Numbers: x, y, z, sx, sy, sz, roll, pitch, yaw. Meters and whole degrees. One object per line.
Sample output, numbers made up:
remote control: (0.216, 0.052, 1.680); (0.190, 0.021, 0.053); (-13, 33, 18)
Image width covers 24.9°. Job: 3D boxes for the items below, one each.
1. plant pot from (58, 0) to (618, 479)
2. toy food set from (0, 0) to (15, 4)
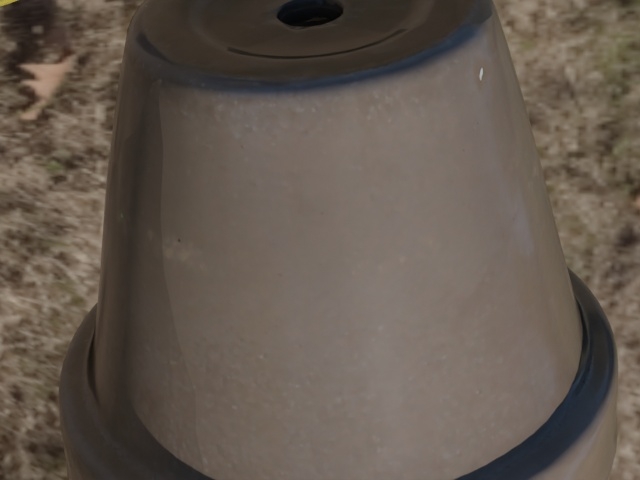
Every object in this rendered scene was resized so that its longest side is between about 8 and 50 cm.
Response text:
plant pot: (0.000, 0.000, 0.641); (0.263, 0.263, 0.229); (-27, 129, -29)
toy food set: (-0.171, -0.228, 1.011); (0.071, 0.217, 0.128); (65, 31, -20)
